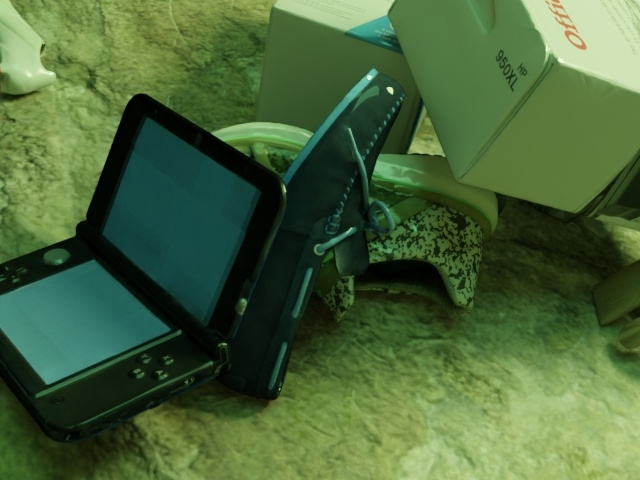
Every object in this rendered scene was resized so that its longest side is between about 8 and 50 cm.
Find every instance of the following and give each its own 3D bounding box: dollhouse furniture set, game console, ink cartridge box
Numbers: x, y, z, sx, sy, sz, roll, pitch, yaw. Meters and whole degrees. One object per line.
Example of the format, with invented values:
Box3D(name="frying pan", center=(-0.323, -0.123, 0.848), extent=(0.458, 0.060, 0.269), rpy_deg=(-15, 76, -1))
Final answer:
Box3D(name="dollhouse furniture set", center=(0.413, 0.111, 1.131), extent=(0.151, 0.123, 0.144), rpy_deg=(34, 37, -29))
Box3D(name="game console", center=(-0.204, 0.008, 0.940), extent=(0.250, 0.173, 0.293), rpy_deg=(-23, 36, -30))
Box3D(name="ink cartridge box", center=(0.063, -0.257, 1.290), extent=(0.198, 0.197, 0.270), rpy_deg=(21, 46, 8))
Box3D(name="ink cartridge box", center=(0.299, -0.169, 1.073), extent=(0.394, 0.166, 0.286), rpy_deg=(13, 42, -28))

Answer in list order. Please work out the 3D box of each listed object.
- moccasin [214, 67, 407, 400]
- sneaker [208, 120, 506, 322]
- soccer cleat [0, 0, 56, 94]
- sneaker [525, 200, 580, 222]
Box3D(name="moccasin", center=(0.000, 0.000, 0.989), extent=(0.116, 0.342, 0.138), rpy_deg=(32, 12, 5))
Box3D(name="sneaker", center=(0.000, -0.007, 1.085), extent=(0.410, 0.158, 0.182), rpy_deg=(6, 57, -1))
Box3D(name="soccer cleat", center=(-0.397, -0.262, 1.292), extent=(0.076, 0.068, 0.196), rpy_deg=(-9, 56, -27))
Box3D(name="sneaker", center=(0.333, -0.117, 1.298), extent=(0.121, 0.111, 0.300), rpy_deg=(45, 52, 5))
